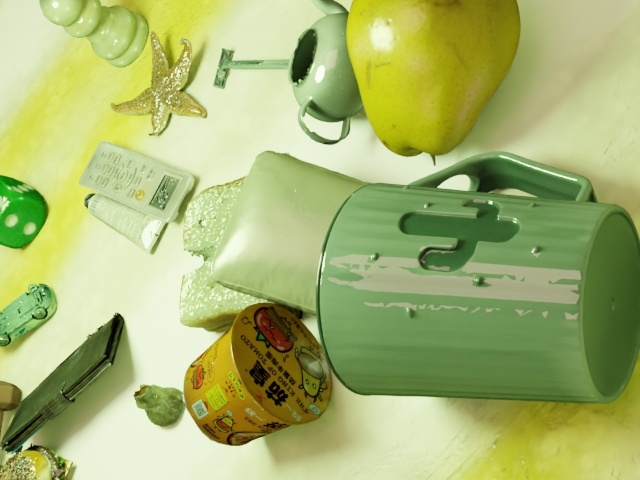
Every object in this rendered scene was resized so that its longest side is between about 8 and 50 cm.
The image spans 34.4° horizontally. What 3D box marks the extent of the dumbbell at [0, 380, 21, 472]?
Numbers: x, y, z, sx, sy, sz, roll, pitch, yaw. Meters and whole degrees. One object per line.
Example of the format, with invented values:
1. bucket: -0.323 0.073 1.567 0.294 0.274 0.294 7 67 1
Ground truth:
1. dumbbell: -0.690 0.410 2.171 0.092 0.082 0.231 -9 68 35

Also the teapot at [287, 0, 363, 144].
1. teapot: 0.017 -0.306 1.819 0.193 0.129 0.294 -28 52 60

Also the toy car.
1. toy car: -0.653 0.166 2.251 0.186 0.058 0.093 -35 53 9

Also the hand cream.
1. hand cream: -0.410 -0.047 2.151 0.234 0.050 0.080 26 90 37

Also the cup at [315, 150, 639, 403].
1. cup: 0.226 0.034 1.445 0.392 0.310 0.401 2 77 34

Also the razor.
1. razor: -0.128 -0.347 2.042 0.211 0.036 0.084 4 78 40

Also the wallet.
1. wallet: -0.511 0.287 2.062 0.317 0.044 0.169 -41 21 17

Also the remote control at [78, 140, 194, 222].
1. remote control: -0.383 -0.121 2.153 0.313 0.055 0.109 22 80 37

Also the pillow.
1. pillow: 0.000 0.000 1.700 0.322 0.120 0.255 19 79 15

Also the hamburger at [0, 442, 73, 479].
1. hamburger: -0.579 0.484 2.048 0.190 0.093 0.164 -4 71 39

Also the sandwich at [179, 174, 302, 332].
1. sandwich: -0.148 0.024 1.879 0.249 0.095 0.273 -15 66 36

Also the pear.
1. pear: 0.178 -0.305 1.656 0.285 0.336 0.285 -1 41 1

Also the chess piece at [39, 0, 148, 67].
1. chess piece: -0.507 -0.484 2.258 0.133 0.243 0.133 -13 67 34

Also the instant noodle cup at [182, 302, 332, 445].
1. instant noodle cup: -0.114 0.234 1.708 0.172 0.216 0.215 -35 54 35

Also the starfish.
1. starfish: -0.341 -0.332 2.200 0.295 0.048 0.231 6 87 42

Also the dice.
1. dice: -0.708 -0.066 2.341 0.128 0.120 0.131 41 102 39

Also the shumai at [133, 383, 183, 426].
1. shumai: -0.305 0.299 1.907 0.083 0.080 0.082 -30 59 24
